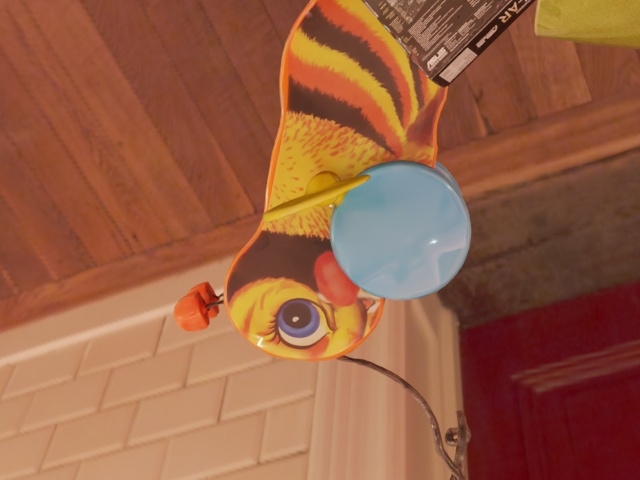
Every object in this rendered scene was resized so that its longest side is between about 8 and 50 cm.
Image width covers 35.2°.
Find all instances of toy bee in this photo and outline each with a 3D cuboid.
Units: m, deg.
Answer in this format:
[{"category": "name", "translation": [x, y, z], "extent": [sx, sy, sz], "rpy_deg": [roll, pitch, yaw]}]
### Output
[{"category": "toy bee", "translation": [0.000, 0.000, 0.535], "extent": [0.162, 0.299, 0.195], "rpy_deg": [-1, 168, 5]}]

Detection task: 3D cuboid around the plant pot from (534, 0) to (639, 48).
[{"category": "plant pot", "translation": [0.374, -0.276, 0.894], "extent": [0.293, 0.275, 0.275], "rpy_deg": [19, 127, 13]}]

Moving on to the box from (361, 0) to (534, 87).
[{"category": "box", "translation": [0.061, -0.119, 0.441], "extent": [0.083, 0.067, 0.018], "rpy_deg": [-45, 156, 17]}]
